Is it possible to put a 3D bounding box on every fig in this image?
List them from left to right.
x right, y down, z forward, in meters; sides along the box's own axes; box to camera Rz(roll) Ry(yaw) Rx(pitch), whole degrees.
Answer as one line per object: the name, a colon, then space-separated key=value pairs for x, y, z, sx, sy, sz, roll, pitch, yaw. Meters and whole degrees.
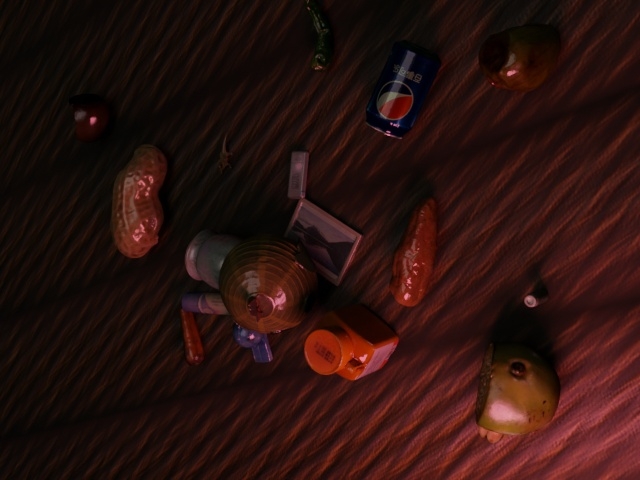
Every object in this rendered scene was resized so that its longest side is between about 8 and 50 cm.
fig: x=0.412 y=-0.376 z=1.549 sx=0.165 sy=0.154 sz=0.144 roll=-25 pitch=62 yaw=0

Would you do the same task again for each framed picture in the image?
framed picture: x=0.000 y=0.000 z=1.891 sx=0.203 sy=0.015 sz=0.150 roll=35 pitch=111 yaw=26

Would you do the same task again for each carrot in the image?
carrot: x=-0.364 y=0.269 z=2.120 sx=0.055 sy=0.055 sz=0.162 roll=-20 pitch=75 yaw=32

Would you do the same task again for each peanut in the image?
peanut: x=-0.511 y=-0.111 z=2.141 sx=0.153 sy=0.140 sz=0.325 roll=16 pitch=97 yaw=12

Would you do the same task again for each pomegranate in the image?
pomegranate: x=0.403 y=0.333 z=1.560 sx=0.159 sy=0.190 sz=0.241 roll=14 pitch=100 yaw=6

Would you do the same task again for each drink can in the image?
drink can: x=0.182 y=-0.338 z=1.696 sx=0.118 sy=0.118 sz=0.205 roll=33 pitch=111 yaw=27

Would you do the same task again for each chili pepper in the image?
chili pepper: x=-0.001 y=-0.500 z=1.828 sx=0.050 sy=0.073 sz=0.182 roll=-7 pitch=95 yaw=56

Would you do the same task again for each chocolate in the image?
chocolate: x=-0.690 y=-0.360 z=2.253 sx=0.127 sy=0.124 sz=0.133 roll=20 pitch=135 yaw=27

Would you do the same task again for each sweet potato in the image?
sweet potato: x=0.216 y=0.022 z=1.713 sx=0.097 sy=0.097 sz=0.252 roll=14 pitch=96 yaw=31

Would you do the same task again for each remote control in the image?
remote control: x=-0.057 y=-0.166 z=1.908 sx=0.053 sy=0.017 sz=0.125 roll=2 pitch=86 yaw=34

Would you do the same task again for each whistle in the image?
whistle: x=-0.182 y=0.255 z=1.962 sx=0.090 sy=0.090 sz=0.158 roll=-7 pitch=103 yaw=33

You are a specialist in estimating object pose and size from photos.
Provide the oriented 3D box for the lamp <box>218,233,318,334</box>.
lamp: x=-0.129 y=0.112 z=1.822 sx=0.250 sy=0.284 sz=0.250 roll=2 pitch=111 yaw=6

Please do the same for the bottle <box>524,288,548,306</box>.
bottle: x=0.448 y=0.120 z=1.572 sx=0.030 sy=0.083 sz=0.030 roll=2 pitch=95 yaw=32

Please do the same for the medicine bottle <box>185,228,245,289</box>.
medicine bottle: x=-0.259 y=0.052 z=1.981 sx=0.143 sy=0.147 sz=0.148 roll=18 pitch=102 yaw=33

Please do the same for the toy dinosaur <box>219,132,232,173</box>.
toy dinosaur: x=-0.255 y=-0.230 z=2.031 sx=0.041 sy=0.026 sz=0.113 roll=32 pitch=119 yaw=44

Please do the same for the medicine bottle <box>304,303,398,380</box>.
medicine bottle: x=0.063 y=0.237 z=1.741 sx=0.149 sy=0.222 sz=0.112 roll=39 pitch=112 yaw=24

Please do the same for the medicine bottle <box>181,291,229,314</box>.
medicine bottle: x=-0.273 y=0.172 z=2.049 sx=0.230 sy=0.059 sz=0.059 roll=0 pitch=93 yaw=32
